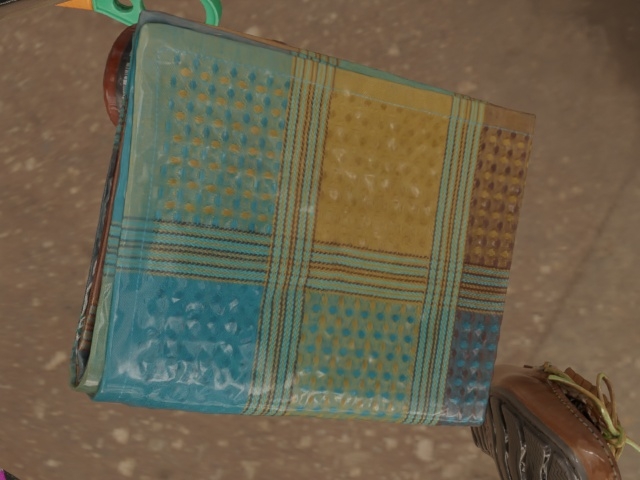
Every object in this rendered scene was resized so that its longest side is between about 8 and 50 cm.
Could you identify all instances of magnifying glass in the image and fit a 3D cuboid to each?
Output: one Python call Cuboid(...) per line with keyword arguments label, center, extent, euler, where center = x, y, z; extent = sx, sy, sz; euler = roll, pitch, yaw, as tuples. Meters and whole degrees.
Cuboid(label="magnifying glass", center=(-0.219, -0.256, 1.553), extent=(0.231, 0.092, 0.026), euler=(9, 51, 8))

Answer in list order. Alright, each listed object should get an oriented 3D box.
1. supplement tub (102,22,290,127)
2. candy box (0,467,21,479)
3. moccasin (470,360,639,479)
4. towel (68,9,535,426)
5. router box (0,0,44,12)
Cuboid(label="supplement tub", center=(-0.085, -0.131, 1.277), extent=(0.106, 0.197, 0.106), euler=(-38, 134, -56))
Cuboid(label="candy box", center=(-0.208, 0.246, 0.944), extent=(0.159, 0.071, 0.233), euler=(-62, 147, -18))
Cuboid(label="moccasin", center=(0.236, 0.188, 1.408), extent=(0.147, 0.380, 0.139), euler=(-12, 88, -1))
Cuboid(label="towel", center=(0.000, 0.000, 1.084), extent=(0.370, 0.040, 0.271), euler=(9, 92, -36))
Cuboid(label="router box", center=(-0.215, -0.214, 1.075), extent=(0.243, 0.309, 0.081), euler=(-21, 101, -24))
